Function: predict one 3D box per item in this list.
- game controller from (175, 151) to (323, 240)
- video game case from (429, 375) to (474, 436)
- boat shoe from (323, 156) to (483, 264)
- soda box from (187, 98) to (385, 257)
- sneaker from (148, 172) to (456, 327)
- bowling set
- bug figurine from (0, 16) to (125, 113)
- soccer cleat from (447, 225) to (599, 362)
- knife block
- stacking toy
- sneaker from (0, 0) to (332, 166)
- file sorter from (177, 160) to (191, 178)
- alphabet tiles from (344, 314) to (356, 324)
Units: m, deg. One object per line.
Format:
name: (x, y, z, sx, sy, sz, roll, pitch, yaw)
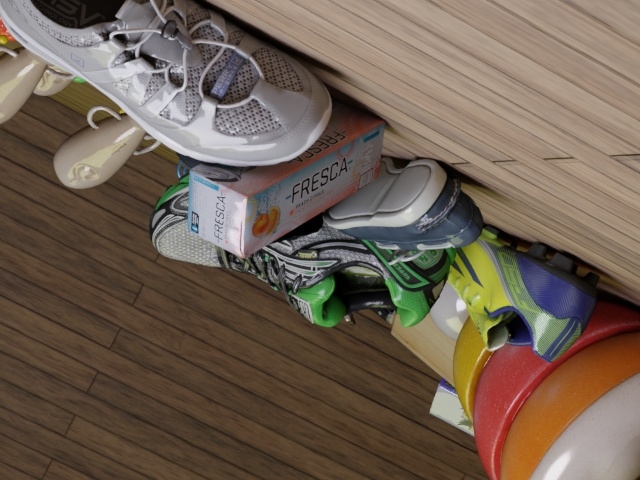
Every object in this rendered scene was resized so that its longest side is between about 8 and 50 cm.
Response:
game controller: (-0.067, -0.075, 1.345, 0.319, 0.067, 0.166, -15, -97, -81)
video game case: (0.316, 0.199, 1.981, 0.244, 0.061, 0.269, 28, -139, 15)
boat shoe: (0.079, -0.030, 1.376, 0.079, 0.095, 0.254, 40, 165, -15)
soda box: (-0.025, -0.054, 1.168, 0.063, 0.058, 0.183, 25, -144, 29)
sneaker: (-0.029, 0.007, 1.537, 0.343, 0.146, 0.134, 6, 147, 19)
bowling set: (-0.265, -0.200, 1.319, 0.287, 0.200, 0.154, 29, 137, -33)
bug figurine: (-0.257, -0.200, 1.616, 0.279, 0.072, 0.216, 26, 177, 21)
soccer cleat: (0.183, 0.053, 1.550, 0.093, 0.121, 0.289, 28, 178, -28)
knife block: (0.149, 0.107, 1.922, 0.242, 0.088, 0.276, 7, -138, -4)
stacking toy: (0.276, 0.160, 1.682, 0.350, 0.351, 0.480, 29, -165, -40)
sneaker: (-0.126, -0.141, 1.078, 0.281, 0.105, 0.115, 23, 169, 5)
file sorter: (-0.090, -0.091, 1.707, 0.118, 0.104, 0.170, 27, 177, -16)
alphabet tiles: (0.000, 0.000, 1.923, 0.198, 0.009, 0.237, 52, -163, -82)
